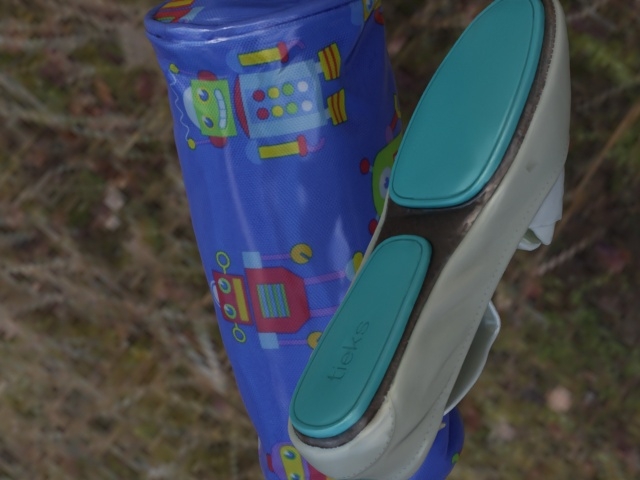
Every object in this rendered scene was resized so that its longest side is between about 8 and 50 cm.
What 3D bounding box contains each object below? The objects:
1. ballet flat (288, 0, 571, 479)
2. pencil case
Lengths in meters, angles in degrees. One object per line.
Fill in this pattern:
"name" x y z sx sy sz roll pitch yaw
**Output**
"ballet flat" 0.064 0.003 0.840 0.086 0.248 0.086 27 169 6
"pencil case" 0.000 0.000 0.959 0.119 0.133 0.306 3 119 31
